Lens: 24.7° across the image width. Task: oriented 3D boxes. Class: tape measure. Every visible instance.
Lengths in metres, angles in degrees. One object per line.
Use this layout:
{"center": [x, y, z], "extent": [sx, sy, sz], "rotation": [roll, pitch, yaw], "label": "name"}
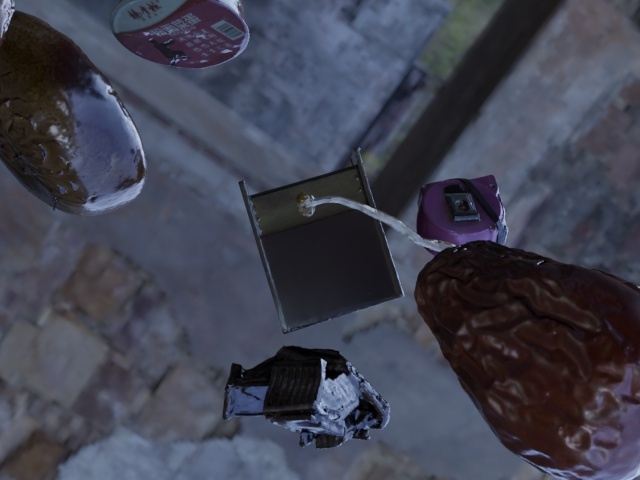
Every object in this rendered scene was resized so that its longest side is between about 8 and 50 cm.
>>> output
{"center": [0.184, -0.033, 1.930], "extent": [0.074, 0.118, 0.125], "rotation": [95, -15, -45], "label": "tape measure"}

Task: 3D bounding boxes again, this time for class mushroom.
{"center": [0.082, -0.015, 1.617], "extent": [0.028, 0.286, 0.026], "rotation": [-25, -118, 43], "label": "mushroom"}
{"center": [-0.338, -0.154, 1.821], "extent": [0.163, 0.297, 0.278], "rotation": [-36, -153, -7], "label": "mushroom"}

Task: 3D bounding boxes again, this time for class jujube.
{"center": [0.181, 0.087, 1.151], "extent": [0.168, 0.236, 0.168], "rotation": [-36, 147, -29], "label": "jujube"}

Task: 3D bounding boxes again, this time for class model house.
{"center": [-0.037, 0.221, 1.973], "extent": [0.203, 0.141, 0.164], "rotation": [-2, -158, 38], "label": "model house"}

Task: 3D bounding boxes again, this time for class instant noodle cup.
{"center": [-0.230, -0.423, 2.462], "extent": [0.235, 0.235, 0.178], "rotation": [-40, -138, 55], "label": "instant noodle cup"}

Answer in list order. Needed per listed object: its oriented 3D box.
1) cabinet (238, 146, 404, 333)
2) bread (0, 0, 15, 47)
{"center": [0.000, 0.000, 2.040], "extent": [0.175, 0.215, 0.148], "rotation": [-17, 179, -1], "label": "cabinet"}
{"center": [-0.410, -0.257, 1.585], "extent": [0.246, 0.135, 0.232], "rotation": [3, -102, 62], "label": "bread"}
